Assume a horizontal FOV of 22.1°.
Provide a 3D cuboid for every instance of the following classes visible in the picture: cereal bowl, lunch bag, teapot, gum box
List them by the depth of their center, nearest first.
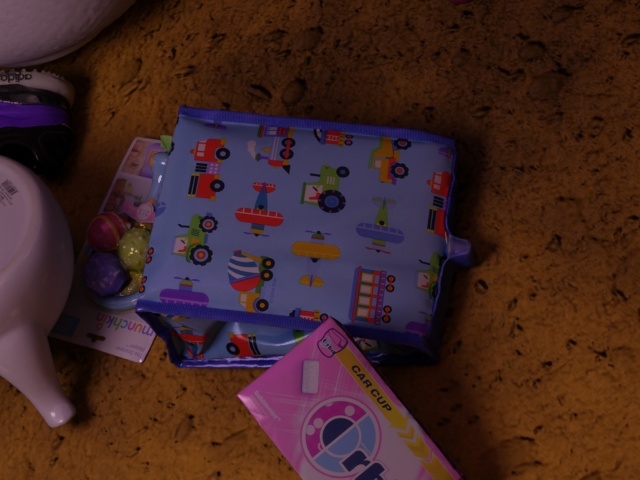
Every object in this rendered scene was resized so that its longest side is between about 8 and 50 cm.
[{"bbox_3d":[0.030,0.173,1.410,0.107,0.062,0.188,-39,79,2],"label":"gum box"},{"bbox_3d":[0.000,0.000,1.540,0.293,0.138,0.221,2,63,15],"label":"lunch bag"},{"bbox_3d":[-0.356,0.045,1.656,0.252,0.187,0.256,0,52,14],"label":"teapot"},{"bbox_3d":[-0.332,-0.297,1.846,0.339,0.141,0.339,-11,38,8],"label":"cereal bowl"}]

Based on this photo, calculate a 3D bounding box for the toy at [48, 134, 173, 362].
[{"bbox_3d":[-0.197,-0.004,1.683,0.137,0.056,0.237,12,68,34],"label":"toy"}]

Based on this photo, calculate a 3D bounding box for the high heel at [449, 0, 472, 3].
[{"bbox_3d":[0.038,-0.341,1.757,0.181,0.127,0.377,-51,50,30],"label":"high heel"}]

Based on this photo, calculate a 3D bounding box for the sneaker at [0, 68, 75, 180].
[{"bbox_3d":[-0.414,-0.097,1.794,0.293,0.102,0.146,-8,64,4],"label":"sneaker"}]
